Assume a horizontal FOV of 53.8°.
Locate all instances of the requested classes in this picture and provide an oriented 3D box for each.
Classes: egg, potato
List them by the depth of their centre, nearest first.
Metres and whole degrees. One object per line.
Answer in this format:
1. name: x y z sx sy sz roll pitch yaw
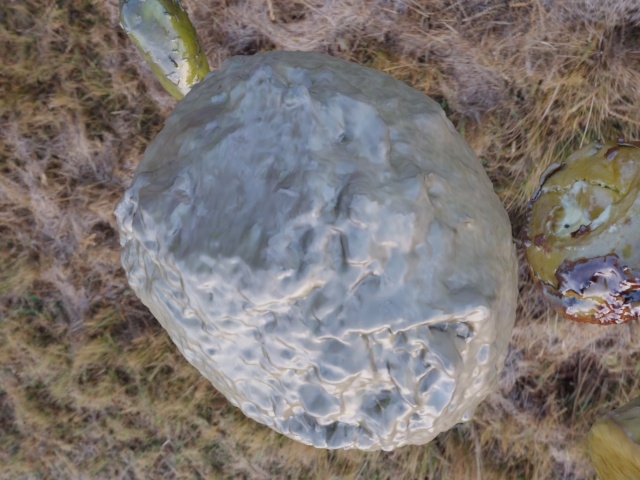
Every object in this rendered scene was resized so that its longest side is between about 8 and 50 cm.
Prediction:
1. egg: 0.000 0.000 0.457 0.310 0.279 0.279 39 119 31
2. potato: -0.273 -0.357 1.156 0.113 0.149 0.251 -40 129 -8

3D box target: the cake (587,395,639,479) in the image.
1. cake: 0.538 0.276 0.743 0.321 0.332 0.332 -29 93 -4

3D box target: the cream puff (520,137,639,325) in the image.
1. cream puff: 0.517 -0.003 1.102 0.228 0.351 0.350 34 121 -26
